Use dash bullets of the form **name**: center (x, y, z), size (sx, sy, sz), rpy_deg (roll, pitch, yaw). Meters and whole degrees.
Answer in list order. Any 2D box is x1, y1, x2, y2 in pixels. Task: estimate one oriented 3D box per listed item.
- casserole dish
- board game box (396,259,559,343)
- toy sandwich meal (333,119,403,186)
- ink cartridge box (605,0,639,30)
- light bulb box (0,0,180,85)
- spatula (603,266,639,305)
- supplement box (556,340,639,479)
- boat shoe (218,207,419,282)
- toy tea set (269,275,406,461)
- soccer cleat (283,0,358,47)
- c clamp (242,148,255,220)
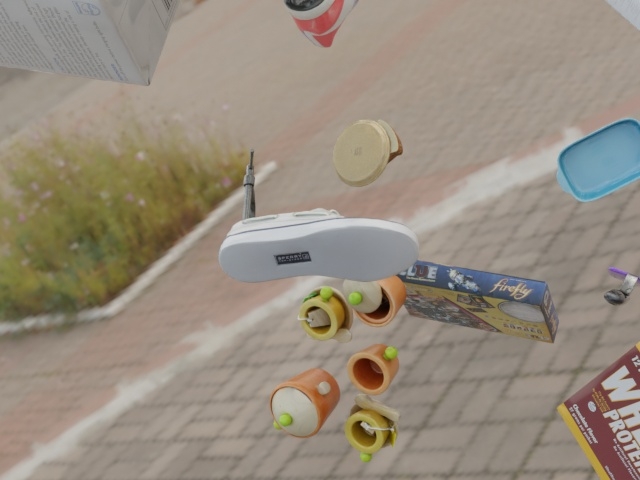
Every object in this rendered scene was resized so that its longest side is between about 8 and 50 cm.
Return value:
- **casserole dish**: center (0.518, -0.147, 2.226), size (0.188, 0.114, 0.037), rpy_deg (-27, 6, 13)
- **board game box**: center (0.241, 0.093, 1.919), size (0.243, 0.165, 0.042), rpy_deg (10, 69, 22)
- **toy sandwich meal**: center (0.052, -0.099, 1.382), size (0.085, 0.086, 0.029), rpy_deg (-16, -18, 33)
- **ink cartridge box**: center (0.610, -0.444, 2.211), size (0.175, 0.371, 0.069), rpy_deg (-24, -28, -32)
- **light bulb box**: center (-0.390, -0.445, 1.777), size (0.361, 0.225, 0.358), rpy_deg (10, 66, 15)
- **spatula**: center (0.452, 0.072, 1.817), size (0.084, 0.030, 0.296), rpy_deg (21, 13, 17)
- **supplement box**: center (0.400, 0.165, 1.319), size (0.194, 0.129, 0.191), rpy_deg (-19, -21, -30)
- **boat shoe**: center (0.000, 0.000, 1.631), size (0.267, 0.096, 0.088), rpy_deg (-7, 37, 16)
- **toy tea set**: center (0.024, 0.190, 1.870), size (0.200, 0.336, 0.124), rpy_deg (18, 29, 25)
- **soccer cleat**: center (0.041, -0.459, 1.991), size (0.108, 0.116, 0.318), rpy_deg (13, 64, 27)
- **c clamp**: center (-0.113, -0.039, 1.867), size (0.022, 0.161, 0.137), rpy_deg (3, -22, 1)
